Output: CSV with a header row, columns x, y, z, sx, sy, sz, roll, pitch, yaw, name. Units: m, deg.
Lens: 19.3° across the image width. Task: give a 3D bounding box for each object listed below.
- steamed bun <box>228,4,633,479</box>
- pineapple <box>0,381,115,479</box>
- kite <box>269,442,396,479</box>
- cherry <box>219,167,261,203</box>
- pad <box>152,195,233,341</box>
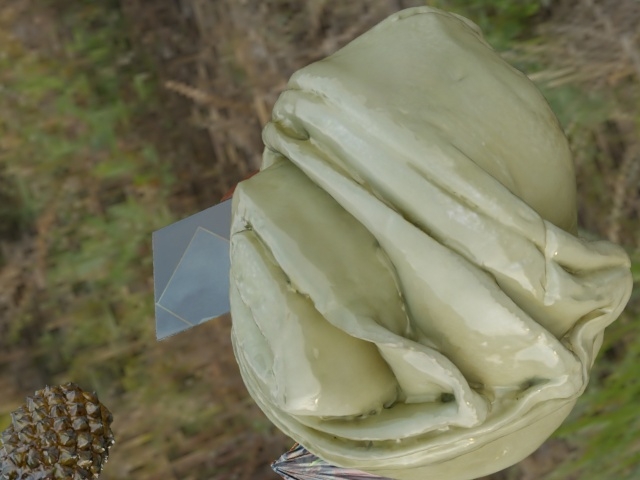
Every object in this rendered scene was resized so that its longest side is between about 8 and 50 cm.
x,y,z,sx,sy,sz,roll,pitch,yaw,name
0.059,0.017,1.228,0.276,0.203,0.289,34,115,9,steamed bun
-0.207,0.174,1.386,0.083,0.221,0.103,29,121,-5,pineapple
0.047,0.213,1.734,0.009,0.189,0.232,-95,4,-67,kite
-0.008,0.004,2.319,0.239,0.206,0.239,4,100,25,cherry
-0.085,0.008,2.110,0.243,0.004,0.163,-23,49,18,pad
